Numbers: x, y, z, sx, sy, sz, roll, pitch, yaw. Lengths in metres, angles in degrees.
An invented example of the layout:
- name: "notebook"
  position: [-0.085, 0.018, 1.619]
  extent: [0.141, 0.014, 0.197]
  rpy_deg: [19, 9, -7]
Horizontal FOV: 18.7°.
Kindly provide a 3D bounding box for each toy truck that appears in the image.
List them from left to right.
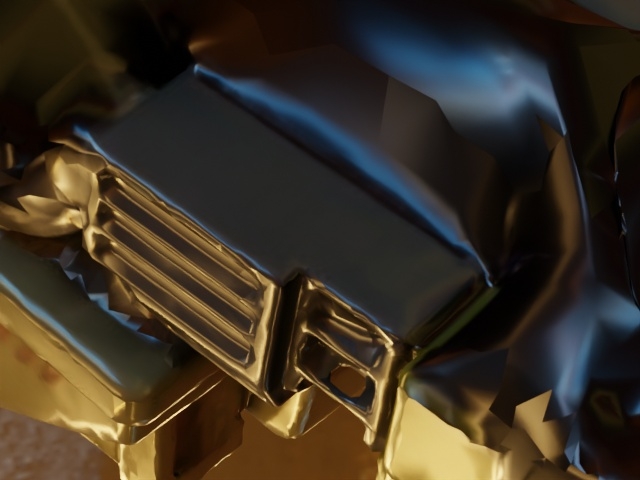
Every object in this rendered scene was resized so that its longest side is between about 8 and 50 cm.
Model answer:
- name: "toy truck"
  position: [0.000, 0.000, 0.511]
  extent: [0.180, 0.405, 0.254]
  rpy_deg: [-41, -25, -32]
